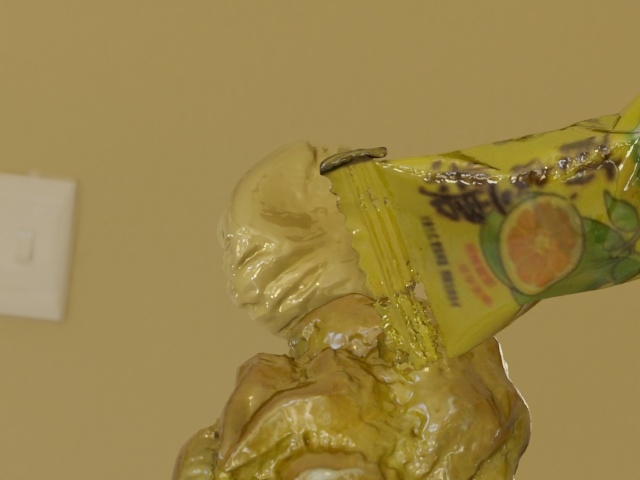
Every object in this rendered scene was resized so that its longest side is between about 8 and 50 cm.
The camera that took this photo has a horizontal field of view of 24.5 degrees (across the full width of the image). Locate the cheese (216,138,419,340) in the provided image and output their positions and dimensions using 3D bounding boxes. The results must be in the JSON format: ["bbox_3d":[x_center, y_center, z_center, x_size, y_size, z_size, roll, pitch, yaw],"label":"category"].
[{"bbox_3d":[0.000,0.000,1.539,0.214,0.226,0.117,23,-34,-8],"label":"cheese"}]

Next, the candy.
[{"bbox_3d":[0.164,-0.022,1.012,0.297,0.187,0.081,-15,23,14],"label":"candy"}]

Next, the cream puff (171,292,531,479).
[{"bbox_3d":[0.005,0.188,1.297,0.257,0.291,0.324,18,-52,-39],"label":"cream puff"}]
